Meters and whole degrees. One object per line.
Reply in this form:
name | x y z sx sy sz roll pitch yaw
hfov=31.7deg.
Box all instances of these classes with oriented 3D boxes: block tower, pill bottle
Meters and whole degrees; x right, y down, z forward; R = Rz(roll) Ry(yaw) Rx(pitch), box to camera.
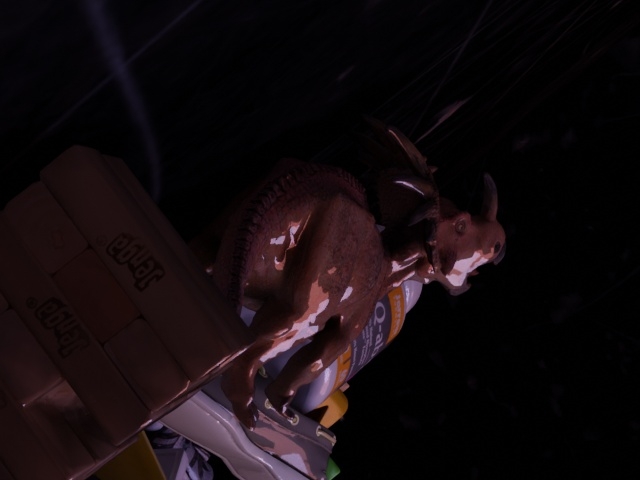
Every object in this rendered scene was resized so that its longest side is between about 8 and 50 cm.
block tower | -0.180 0.108 0.420 0.335 0.097 0.091 -37 176 4
pill bottle | 0.007 0.083 1.348 0.162 0.162 0.278 -41 175 36

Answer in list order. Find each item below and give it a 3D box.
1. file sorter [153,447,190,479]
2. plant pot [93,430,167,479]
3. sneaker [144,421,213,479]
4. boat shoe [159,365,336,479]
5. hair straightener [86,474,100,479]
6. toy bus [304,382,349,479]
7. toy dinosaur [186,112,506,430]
file sorter | -0.237 0.385 1.188 0.193 0.173 0.277 -6 -140 16
plant pot | -0.253 0.271 0.994 0.187 0.212 0.212 -25 180 14
sneaker | -0.164 0.219 1.286 0.269 0.153 0.101 -37 -154 30
boat shoe | -0.086 0.173 1.153 0.109 0.305 0.091 1 -123 40
hair straightener | -0.181 0.158 0.530 0.230 0.047 0.089 -26 -140 30
toy bus | -0.016 0.207 1.482 0.104 0.191 0.202 -38 177 -4
toy dinosaur | 0.000 0.000 0.694 0.200 0.127 0.296 -46 163 9
